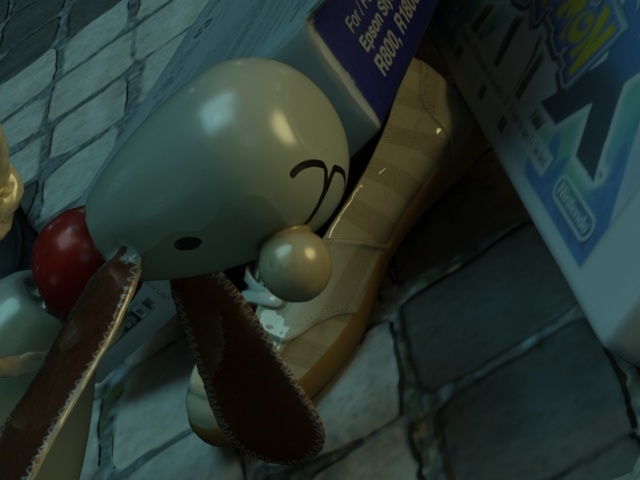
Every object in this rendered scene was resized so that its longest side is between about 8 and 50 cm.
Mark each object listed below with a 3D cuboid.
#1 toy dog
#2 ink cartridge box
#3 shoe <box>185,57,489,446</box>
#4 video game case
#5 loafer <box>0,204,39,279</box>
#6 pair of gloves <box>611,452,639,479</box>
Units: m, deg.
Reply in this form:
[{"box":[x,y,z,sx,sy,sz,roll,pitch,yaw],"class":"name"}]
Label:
[{"box":[-0.108,0.089,0.630,0.220,0.161,0.334,-12,-27,-37],"class":"toy dog"},{"box":[0.005,-0.121,0.820,0.330,0.071,0.324,-38,18,39],"class":"ink cartridge box"},{"box":[0.000,0.000,0.752,0.076,0.058,0.219,0,46,52],"class":"shoe"},{"box":[0.163,-0.150,0.664,0.300,0.036,0.329,-56,23,20],"class":"video game case"},{"box":[-0.217,0.003,1.005,0.076,0.078,0.223,-40,26,-1],"class":"loafer"},{"box":[0.165,0.058,0.416,0.204,0.042,0.240,-51,18,7],"class":"pair of gloves"}]
